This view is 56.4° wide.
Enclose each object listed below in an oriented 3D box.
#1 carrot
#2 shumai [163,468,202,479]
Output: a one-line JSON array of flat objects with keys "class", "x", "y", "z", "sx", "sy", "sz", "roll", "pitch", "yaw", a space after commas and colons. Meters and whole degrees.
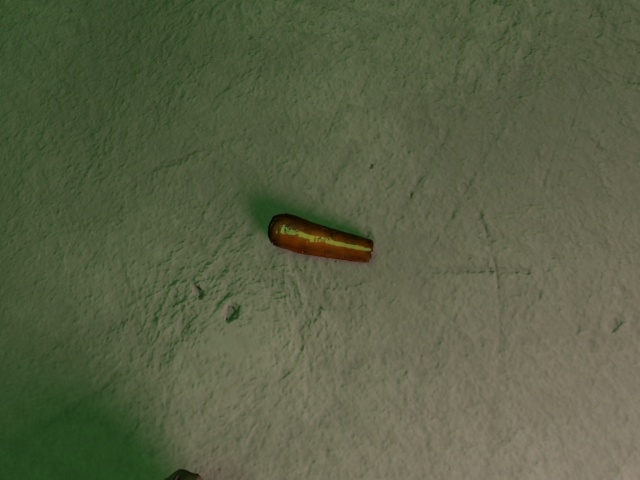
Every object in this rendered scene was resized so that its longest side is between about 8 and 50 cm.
[{"class": "carrot", "x": 0.000, "y": 0.000, "z": 0.893, "sx": 0.161, "sy": 0.055, "sz": 0.055, "roll": 15, "pitch": 73, "yaw": 8}, {"class": "shumai", "x": -0.163, "y": 0.466, "z": 0.689, "sx": 0.262, "sy": 0.267, "sz": 0.314, "roll": 40, "pitch": 101, "yaw": -6}]
